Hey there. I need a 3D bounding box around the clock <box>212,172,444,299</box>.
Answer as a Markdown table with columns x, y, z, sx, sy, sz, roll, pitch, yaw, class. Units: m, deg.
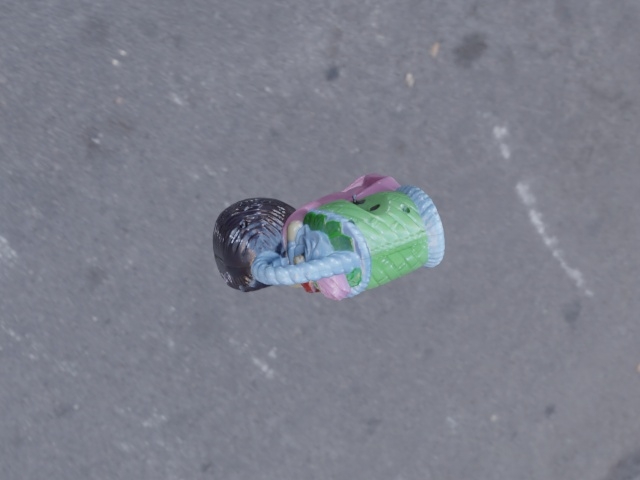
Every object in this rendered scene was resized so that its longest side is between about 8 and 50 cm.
| x | y | z | sx | sy | sz | roll | pitch | yaw | class |
| --- | --- | --- | --- | --- | --- | --- | --- | --- | --- |
| 0.000 | 0.000 | 1.152 | 0.195 | 0.194 | 0.100 | -14 | 104 | -15 | clock |
